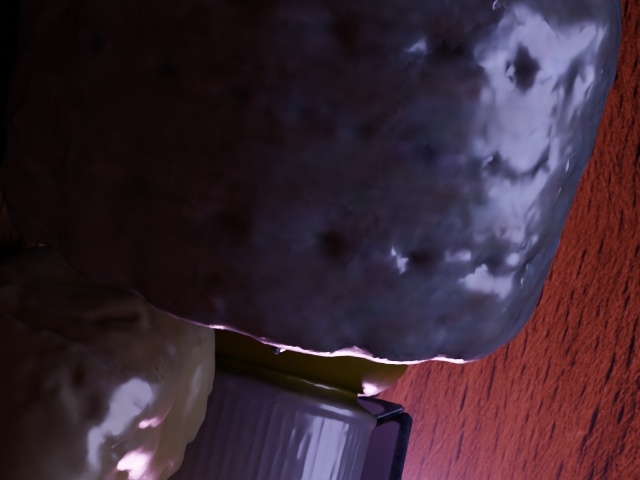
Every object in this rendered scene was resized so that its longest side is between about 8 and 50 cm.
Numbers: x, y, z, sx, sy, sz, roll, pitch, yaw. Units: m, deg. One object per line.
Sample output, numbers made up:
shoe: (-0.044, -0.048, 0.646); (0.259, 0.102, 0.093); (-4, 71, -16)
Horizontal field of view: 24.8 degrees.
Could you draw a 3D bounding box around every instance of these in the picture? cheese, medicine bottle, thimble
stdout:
cheese: (-0.134, 0.112, 0.724); (0.226, 0.117, 0.214); (-50, 157, -72)
medicine bottle: (-0.037, 0.020, 0.971); (0.224, 0.224, 0.384); (86, 17, -81)
thimble: (-0.013, -0.073, 0.693); (0.291, 0.291, 0.195); (-64, 168, -77)

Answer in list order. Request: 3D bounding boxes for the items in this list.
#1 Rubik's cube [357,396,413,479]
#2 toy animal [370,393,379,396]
Rubik's cube: (-0.061, 0.307, 1.516); (0.259, 0.254, 0.260); (-74, 176, -51)
toy animal: (-0.007, 0.000, 1.499); (0.183, 0.247, 0.310); (-60, -161, 27)
